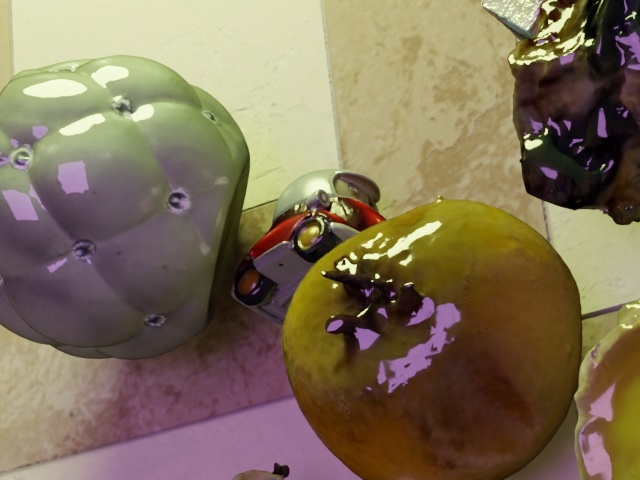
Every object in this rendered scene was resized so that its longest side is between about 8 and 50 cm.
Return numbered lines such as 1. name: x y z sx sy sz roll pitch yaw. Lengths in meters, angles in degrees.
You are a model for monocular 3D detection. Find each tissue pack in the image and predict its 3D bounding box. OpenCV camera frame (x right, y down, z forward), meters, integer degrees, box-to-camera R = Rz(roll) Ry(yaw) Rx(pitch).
1. tissue pack: 0.173 -0.174 1.257 0.058 0.094 0.074 31 91 40

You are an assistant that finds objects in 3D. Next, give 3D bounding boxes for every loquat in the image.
1. loquat: 0.081 0.075 1.168 0.213 0.213 0.213 -10 69 28

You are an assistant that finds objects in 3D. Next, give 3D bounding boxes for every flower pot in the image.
1. flower pot: -0.164 -0.024 1.331 0.195 0.246 0.246 15 81 2

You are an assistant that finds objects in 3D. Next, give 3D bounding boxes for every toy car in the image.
1. toy car: 0.000 0.000 1.310 0.139 0.112 0.112 -25 47 33

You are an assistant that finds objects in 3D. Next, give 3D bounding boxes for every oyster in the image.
1. oyster: 0.302 -0.119 1.127 0.361 0.096 0.221 1 93 16

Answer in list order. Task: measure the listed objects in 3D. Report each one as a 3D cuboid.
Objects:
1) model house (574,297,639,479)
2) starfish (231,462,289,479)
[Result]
1. model house: 0.277 0.134 1.010 0.175 0.193 0.234 -43 52 46
2. starfish: 0.008 0.404 1.162 0.432 0.082 0.324 39 95 24
